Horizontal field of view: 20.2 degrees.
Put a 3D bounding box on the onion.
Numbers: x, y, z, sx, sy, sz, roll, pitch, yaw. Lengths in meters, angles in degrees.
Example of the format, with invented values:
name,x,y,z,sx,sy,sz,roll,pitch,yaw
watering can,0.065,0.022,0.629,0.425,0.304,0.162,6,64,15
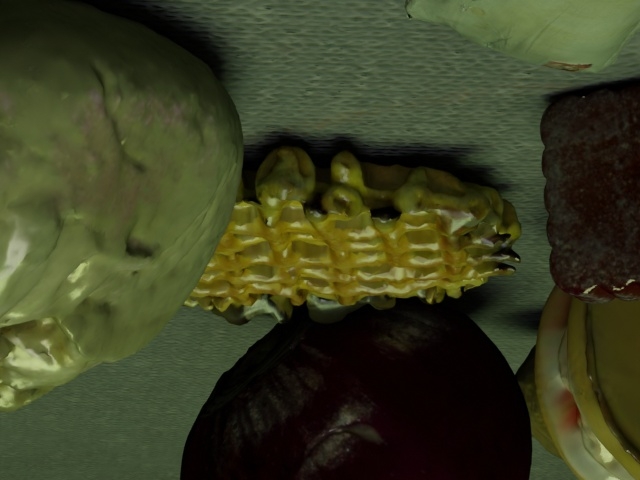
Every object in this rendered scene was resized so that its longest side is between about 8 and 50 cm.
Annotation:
name,x,y,z,sx,sy,sz,roll,pitch,yaw
onion,0.052,0.176,1.550,0.337,0.282,0.260,-33,177,-43

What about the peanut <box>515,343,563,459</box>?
name,x,y,z,sx,sy,sz,roll,pitch,yaw
peanut,0.366,0.141,1.652,0.387,0.169,0.192,-6,157,16

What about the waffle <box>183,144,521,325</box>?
name,x,y,z,sx,sy,sz,roll,pitch,yaw
waffle,-0.006,0.003,1.349,0.329,0.062,0.329,-1,164,0

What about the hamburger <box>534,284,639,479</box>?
name,x,y,z,sx,sy,sz,roll,pitch,yaw
hamburger,0.312,0.083,1.370,0.303,0.261,0.186,-40,177,-14

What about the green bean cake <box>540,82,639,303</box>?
name,x,y,z,sx,sy,sz,roll,pitch,yaw
green bean cake,0.210,-0.031,1.133,0.136,0.135,0.056,-8,165,24

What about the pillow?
name,x,y,z,sx,sy,sz,roll,pitch,yaw
pillow,0.137,-0.146,0.899,0.128,0.050,0.229,11,159,-15

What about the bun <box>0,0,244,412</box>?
name,x,y,z,sx,sy,sz,roll,pitch,yaw
bun,-0.217,-0.006,1.052,0.361,0.213,0.361,-4,162,-1
